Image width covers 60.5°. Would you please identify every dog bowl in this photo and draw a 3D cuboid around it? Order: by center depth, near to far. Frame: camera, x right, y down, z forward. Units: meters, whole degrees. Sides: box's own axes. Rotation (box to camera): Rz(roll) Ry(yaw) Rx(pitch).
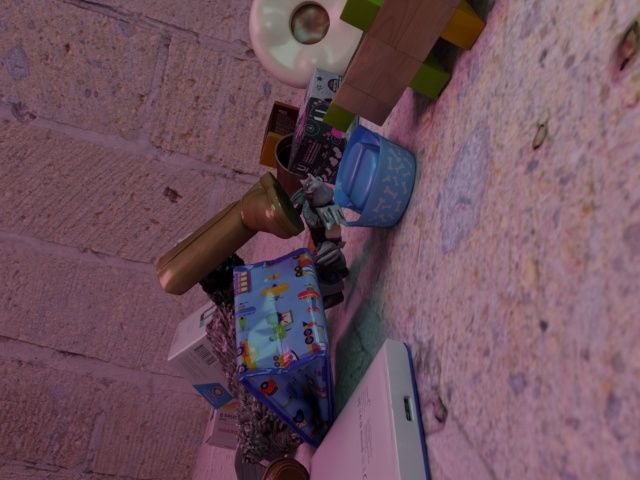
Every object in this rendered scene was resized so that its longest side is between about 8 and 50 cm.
[{"bbox_3d":[0.094,-0.115,1.004,0.297,0.074,0.166,-114,40,-71],"label":"dog bowl"}]

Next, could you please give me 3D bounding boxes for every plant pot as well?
[{"bbox_3d":[-0.070,-0.222,1.725,0.165,0.167,0.167,110,170,-58],"label":"plant pot"}]

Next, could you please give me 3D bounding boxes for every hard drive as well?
[{"bbox_3d":[0.052,0.318,0.755,0.210,0.040,0.319,-90,19,-51],"label":"hard drive"}]

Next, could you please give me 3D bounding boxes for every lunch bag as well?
[{"bbox_3d":[-0.035,0.199,0.925,0.221,0.138,0.293,-102,-5,-46],"label":"lunch bag"}]

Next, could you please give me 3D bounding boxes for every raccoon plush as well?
[{"bbox_3d":[-0.168,0.227,1.076,0.216,0.446,0.299,-41,20,15],"label":"raccoon plush"}]

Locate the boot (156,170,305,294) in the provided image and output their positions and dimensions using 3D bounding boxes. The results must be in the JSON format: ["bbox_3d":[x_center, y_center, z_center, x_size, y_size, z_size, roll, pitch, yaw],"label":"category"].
[{"bbox_3d":[-0.163,0.009,0.954,0.269,0.089,0.236,-38,20,4],"label":"boot"}]

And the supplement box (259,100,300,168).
[{"bbox_3d":[-0.090,-0.341,1.850,0.129,0.191,0.194,117,162,-46],"label":"supplement box"}]

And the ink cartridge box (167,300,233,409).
[{"bbox_3d":[-0.223,0.258,1.451,0.270,0.198,0.197,-35,20,7],"label":"ink cartridge box"}]

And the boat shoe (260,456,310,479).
[{"bbox_3d":[-0.042,0.497,0.841,0.104,0.110,0.307,129,142,-64],"label":"boat shoe"}]

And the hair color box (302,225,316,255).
[{"bbox_3d":[-0.019,0.005,1.462,0.072,0.043,0.141,141,141,-71],"label":"hair color box"}]

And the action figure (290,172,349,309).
[{"bbox_3d":[0.000,0.000,1.011,0.185,0.099,0.285,-102,2,-48],"label":"action figure"}]

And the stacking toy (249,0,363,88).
[{"bbox_3d":[0.003,-0.624,1.711,0.480,0.350,0.351,-37,-36,-78],"label":"stacking toy"}]

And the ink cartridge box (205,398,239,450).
[{"bbox_3d":[-0.237,0.498,1.614,0.093,0.154,0.212,122,160,-51],"label":"ink cartridge box"}]

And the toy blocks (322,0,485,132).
[{"bbox_3d":[0.146,-0.385,0.907,0.381,0.190,0.261,123,169,-50],"label":"toy blocks"}]

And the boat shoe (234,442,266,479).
[{"bbox_3d":[-0.166,0.559,1.324,0.076,0.083,0.226,177,96,-88],"label":"boat shoe"}]

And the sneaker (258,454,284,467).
[{"bbox_3d":[-0.101,0.401,1.298,0.124,0.107,0.283,-57,18,9],"label":"sneaker"}]

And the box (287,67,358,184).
[{"bbox_3d":[0.011,-0.303,1.452,0.163,0.142,0.247,122,159,-56],"label":"box"}]
